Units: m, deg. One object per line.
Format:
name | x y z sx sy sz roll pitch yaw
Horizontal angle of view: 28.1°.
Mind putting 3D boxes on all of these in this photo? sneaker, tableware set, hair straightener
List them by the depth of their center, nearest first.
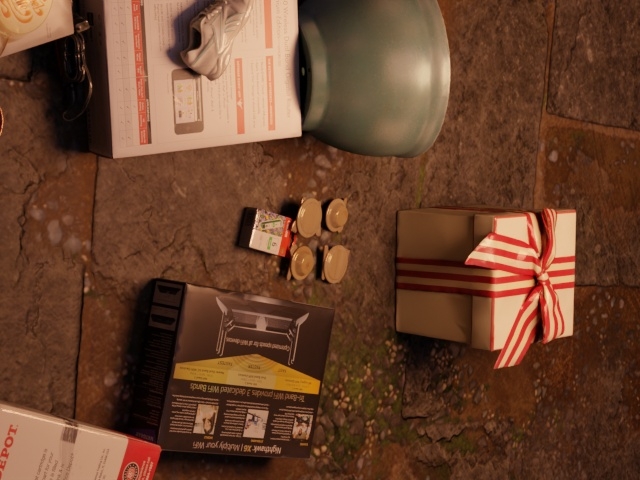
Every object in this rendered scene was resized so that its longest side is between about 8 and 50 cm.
hair straightener | -0.337 -0.270 1.680 0.047 0.089 0.230 -8 103 -27
sneaker | -0.137 -0.294 1.721 0.061 0.054 0.152 23 88 -31
tableware set | 0.000 0.000 2.062 0.169 0.020 0.141 1 99 -53

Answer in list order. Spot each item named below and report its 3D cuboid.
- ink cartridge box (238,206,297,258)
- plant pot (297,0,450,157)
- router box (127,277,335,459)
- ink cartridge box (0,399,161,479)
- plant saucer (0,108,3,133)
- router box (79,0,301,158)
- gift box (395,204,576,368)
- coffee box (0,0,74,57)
ink cartridge box | -0.072 -0.009 1.997 0.115 0.029 0.062 17 83 -43
plant pot | 0.039 -0.261 1.923 0.196 0.293 0.293 -7 100 -24
router box | -0.128 0.198 1.931 0.309 0.081 0.242 14 85 -43
ink cartridge box | -0.372 0.328 1.692 0.273 0.114 0.197 25 78 -43
plant saucer | -0.446 -0.153 1.638 0.083 0.013 0.083 -5 97 -43
router box | -0.178 -0.295 1.777 0.301 0.082 0.335 -9 105 -31
gift box | 0.281 0.068 2.183 0.276 0.258 0.255 -12 102 -43
coffee box | -0.394 -0.360 1.560 0.141 0.098 0.246 -28 131 -40
